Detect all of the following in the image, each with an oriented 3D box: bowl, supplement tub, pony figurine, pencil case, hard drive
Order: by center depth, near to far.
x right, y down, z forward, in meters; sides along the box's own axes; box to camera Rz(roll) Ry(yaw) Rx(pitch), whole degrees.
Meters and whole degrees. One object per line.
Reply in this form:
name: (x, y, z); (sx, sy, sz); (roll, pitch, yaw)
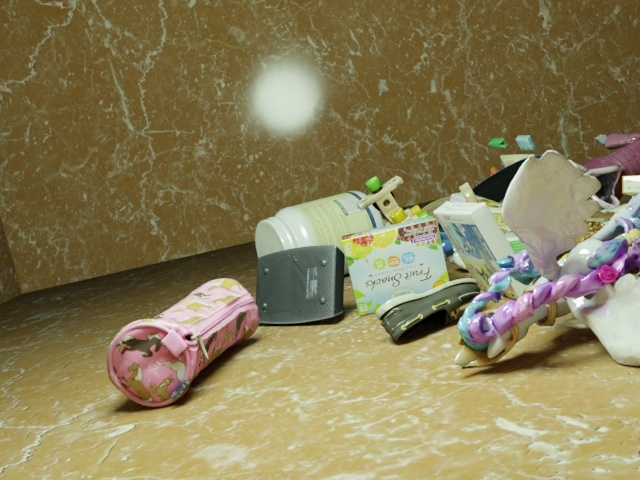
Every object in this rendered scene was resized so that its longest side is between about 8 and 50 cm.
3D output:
pony figurine: (0.380, 0.047, 1.058); (0.364, 0.302, 0.351); (-21, -22, -34)
pencil case: (-0.245, 0.180, 1.418); (0.167, 0.160, 0.386); (14, 11, 11)
hard drive: (-0.046, 0.104, 1.680); (0.255, 0.171, 0.054); (-10, -17, 43)
bowl: (0.498, -0.107, 2.118); (0.391, 0.077, 0.391); (-37, 9, 7)
supplement tub: (0.000, 0.000, 2.149); (0.325, 0.235, 0.235); (-16, 7, -27)

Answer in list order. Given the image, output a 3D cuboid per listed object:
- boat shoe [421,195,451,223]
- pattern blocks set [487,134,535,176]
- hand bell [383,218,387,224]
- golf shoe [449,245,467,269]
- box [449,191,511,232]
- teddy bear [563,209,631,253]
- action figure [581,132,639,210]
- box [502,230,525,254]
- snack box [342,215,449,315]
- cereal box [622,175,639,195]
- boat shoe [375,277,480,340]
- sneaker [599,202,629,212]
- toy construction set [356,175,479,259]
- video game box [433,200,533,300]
boat shoe: (0.498, -0.095, 2.506); (0.341, 0.121, 0.110); (-11, 7, -1)
pattern blocks set: (0.638, -0.188, 2.286); (0.026, 0.325, 0.285); (-48, 20, -22)
hand bell: (0.263, 0.014, 2.239); (0.126, 0.126, 0.242); (-18, 21, -37)
golf shoe: (0.412, 0.041, 1.841); (0.176, 0.069, 0.086); (-14, 32, -16)
box: (0.466, -0.047, 1.864); (0.063, 0.067, 0.324); (-16, 31, -41)
teddy bear: (0.576, -0.001, 1.565); (0.245, 0.113, 0.338); (-16, 20, -36)
action figure: (0.825, -0.212, 2.056); (0.370, 0.248, 0.275); (-36, -19, -5)
box: (0.449, 0.025, 1.694); (0.101, 0.087, 0.102); (-11, 8, 22)
snack box: (0.165, 0.055, 1.611); (0.207, 0.174, 0.070); (-12, 10, 4)
cereal box: (0.834, -0.124, 1.704); (0.240, 0.047, 0.173); (0, -3, 32)
boat shoe: (0.210, 0.129, 1.372); (0.228, 0.068, 0.081); (-14, -29, -27)
sneaker: (0.689, -0.035, 1.721); (0.169, 0.108, 0.292); (-14, -4, 2)
toy construction set: (0.222, -0.058, 1.751); (0.309, 0.237, 0.257); (-25, 11, 25)
video game box: (0.324, 0.017, 1.491); (0.048, 0.205, 0.187); (-34, 9, -7)
